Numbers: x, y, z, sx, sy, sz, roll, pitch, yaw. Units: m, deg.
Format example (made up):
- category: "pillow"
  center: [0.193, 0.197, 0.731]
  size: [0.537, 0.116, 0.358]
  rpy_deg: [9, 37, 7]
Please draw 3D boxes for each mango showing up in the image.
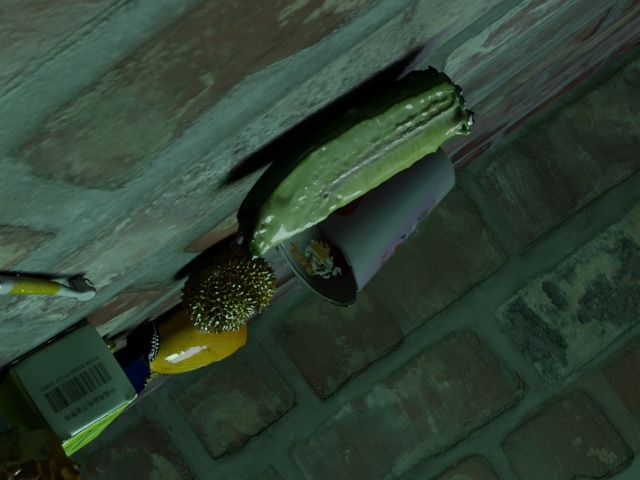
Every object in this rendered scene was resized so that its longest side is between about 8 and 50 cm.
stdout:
- category: "mango"
  center: [-0.250, 0.186, 2.149]
  size: [0.154, 0.126, 0.252]
  rpy_deg: [-25, 177, 40]

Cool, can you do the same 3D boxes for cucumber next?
- category: "cucumber"
  center: [0.017, -0.099, 1.350]
  size: [0.325, 0.105, 0.145]
  rpy_deg: [-34, -158, -17]

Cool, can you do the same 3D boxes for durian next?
- category: "durian"
  center: [-0.148, 0.075, 1.764]
  size: [0.158, 0.137, 0.168]
  rpy_deg: [-54, 164, -9]

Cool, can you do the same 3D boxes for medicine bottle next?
- category: "medicine bottle"
  center: [-0.379, 0.235, 1.601]
  size: [0.137, 0.141, 0.250]
  rpy_deg: [-30, 173, -33]

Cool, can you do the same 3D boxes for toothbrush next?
- category: "toothbrush"
  center: [-0.281, 0.046, 1.135]
  size: [0.021, 0.024, 0.288]
  rpy_deg: [-38, 173, 2]

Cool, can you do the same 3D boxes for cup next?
- category: "cup"
  center: [0.083, -0.052, 1.868]
  size: [0.288, 0.203, 0.203]
  rpy_deg: [-40, 178, -25]

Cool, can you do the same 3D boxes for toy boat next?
- category: "toy boat"
  center: [-0.432, 0.286, 1.948]
  size: [0.318, 0.072, 0.219]
  rpy_deg: [-26, -161, 24]

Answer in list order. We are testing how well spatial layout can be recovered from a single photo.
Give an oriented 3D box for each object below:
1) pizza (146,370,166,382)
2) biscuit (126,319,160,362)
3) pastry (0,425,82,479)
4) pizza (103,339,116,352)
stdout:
- category: "pizza"
  center: [-0.393, 0.271, 2.213]
  size: [0.189, 0.071, 0.297]
  rpy_deg: [-25, -179, 34]
- category: "biscuit"
  center: [-0.321, 0.184, 2.020]
  size: [0.027, 0.087, 0.089]
  rpy_deg: [6, -172, -39]
- category: "pastry"
  center: [-0.458, 0.397, 1.335]
  size: [0.292, 0.337, 0.405]
  rpy_deg: [4, 176, 18]
- category: "pizza"
  center: [-0.395, 0.211, 1.869]
  size: [0.099, 0.035, 0.160]
  rpy_deg: [-31, 174, -42]
